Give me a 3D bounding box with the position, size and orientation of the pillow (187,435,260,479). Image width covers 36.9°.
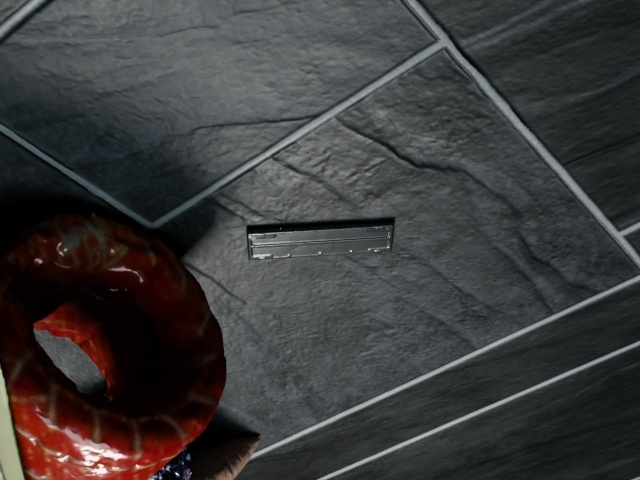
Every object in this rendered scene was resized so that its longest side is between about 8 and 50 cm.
[{"bbox_3d":[-0.232,0.430,1.677,0.223,0.236,0.084,-35,90,24],"label":"pillow"}]

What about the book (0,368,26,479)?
[{"bbox_3d":[-0.452,0.279,1.138,0.260,0.043,0.370,7,120,23],"label":"book"}]

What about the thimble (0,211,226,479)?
[{"bbox_3d":[-0.307,0.155,1.228,0.350,0.350,0.230,23,135,-30],"label":"thimble"}]

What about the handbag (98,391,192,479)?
[{"bbox_3d":[-0.312,0.342,1.556,0.208,0.228,0.127,-30,169,26],"label":"handbag"}]

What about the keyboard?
[{"bbox_3d":[0.000,0.000,1.323,0.202,0.011,0.067,-3,142,-3],"label":"keyboard"}]
